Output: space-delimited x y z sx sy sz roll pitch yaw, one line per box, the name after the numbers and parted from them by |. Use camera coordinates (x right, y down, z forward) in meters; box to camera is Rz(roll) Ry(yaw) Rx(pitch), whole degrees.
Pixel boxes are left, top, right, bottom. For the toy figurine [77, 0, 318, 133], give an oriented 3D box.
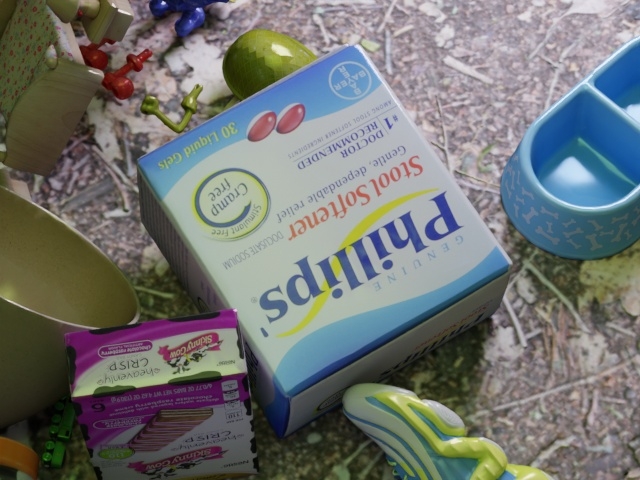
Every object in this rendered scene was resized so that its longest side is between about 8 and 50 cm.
-0.165 -0.276 1.955 0.191 0.217 0.362 -37 61 -22 | toy figurine

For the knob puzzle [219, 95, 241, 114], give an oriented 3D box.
-0.034 -0.105 1.983 0.213 0.030 0.213 0 62 1 | knob puzzle

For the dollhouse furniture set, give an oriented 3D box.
-0.346 -0.252 1.922 0.173 0.355 0.303 15 32 -32 | dollhouse furniture set

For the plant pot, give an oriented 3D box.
-0.341 0.078 1.777 0.284 0.284 0.191 37 105 19 | plant pot

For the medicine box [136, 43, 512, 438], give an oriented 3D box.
0.000 0.000 1.840 0.263 0.149 0.289 -30 71 -14 | medicine box

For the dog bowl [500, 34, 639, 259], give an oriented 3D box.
0.322 -0.109 1.955 0.297 0.074 0.166 -40 68 -18 | dog bowl

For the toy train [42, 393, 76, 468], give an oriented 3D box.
-0.257 0.187 1.833 0.023 0.017 0.083 12 61 -3 | toy train

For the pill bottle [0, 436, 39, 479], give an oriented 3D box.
-0.322 0.305 1.703 0.130 0.130 0.246 5 62 4 | pill bottle

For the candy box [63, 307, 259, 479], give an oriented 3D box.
-0.143 0.156 1.724 0.159 0.233 0.071 -8 61 -3 | candy box

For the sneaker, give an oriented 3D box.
0.111 0.233 1.748 0.240 0.091 0.126 28 69 4 | sneaker
